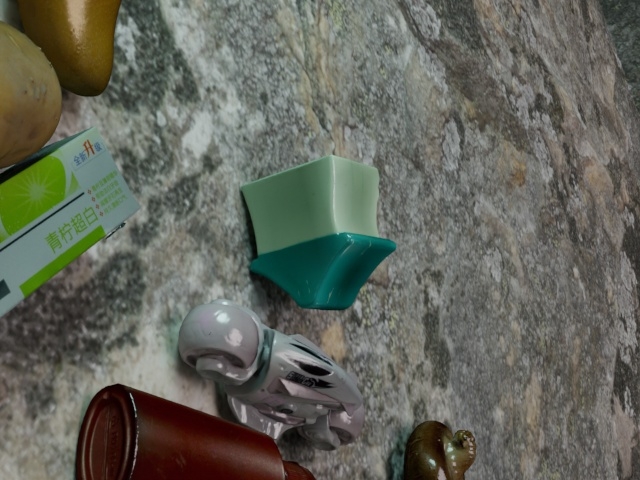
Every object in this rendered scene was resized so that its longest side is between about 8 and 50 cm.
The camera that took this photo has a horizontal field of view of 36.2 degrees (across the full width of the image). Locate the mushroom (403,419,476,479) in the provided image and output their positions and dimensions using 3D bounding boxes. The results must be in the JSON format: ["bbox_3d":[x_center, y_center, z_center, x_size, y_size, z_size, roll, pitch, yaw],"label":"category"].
[{"bbox_3d":[0.142,0.279,1.194,0.126,0.085,0.109,-58,158,-68],"label":"mushroom"}]

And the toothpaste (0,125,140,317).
[{"bbox_3d":[-0.249,0.024,0.666,0.081,0.067,0.336,64,33,-16],"label":"toothpaste"}]

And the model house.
[{"bbox_3d":[0.000,0.000,1.022,0.100,0.127,0.149,11,67,-57],"label":"model house"}]

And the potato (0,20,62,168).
[{"bbox_3d":[-0.248,-0.104,0.674,0.109,0.118,0.178,-69,166,12],"label":"potato"}]

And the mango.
[{"bbox_3d":[-0.206,-0.212,0.809,0.102,0.084,0.184,12,79,-61],"label":"mango"}]

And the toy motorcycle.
[{"bbox_3d":[-0.030,0.131,0.942,0.254,0.112,0.112,42,46,-42],"label":"toy motorcycle"}]

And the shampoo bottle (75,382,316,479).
[{"bbox_3d":[-0.096,0.203,0.851,0.260,0.064,0.102,34,48,-50],"label":"shampoo bottle"}]
